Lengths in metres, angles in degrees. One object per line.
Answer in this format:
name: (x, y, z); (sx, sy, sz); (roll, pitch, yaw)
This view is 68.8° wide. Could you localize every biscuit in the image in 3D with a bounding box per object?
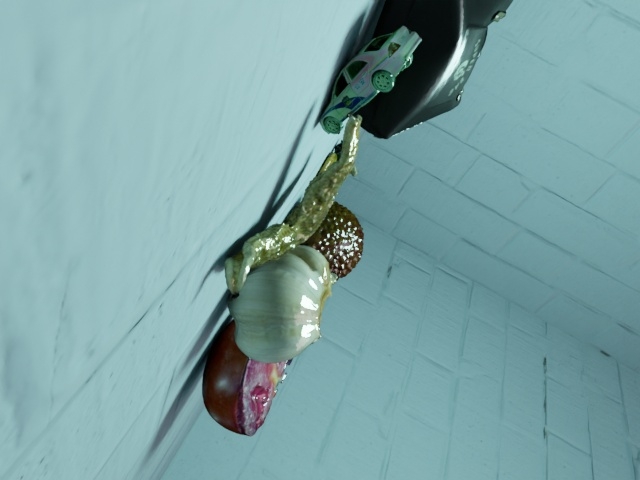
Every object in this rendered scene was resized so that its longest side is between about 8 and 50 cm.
biscuit: (-0.017, -0.159, 1.433); (0.247, 0.029, 0.118); (-61, 173, 1)

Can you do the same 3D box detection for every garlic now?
garlic: (-0.094, 0.115, 0.962); (0.185, 0.203, 0.281); (61, 33, -49)

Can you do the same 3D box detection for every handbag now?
handbag: (0.224, -0.347, 0.869); (0.288, 0.152, 0.342); (-23, 148, -38)

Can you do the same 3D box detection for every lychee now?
lychee: (0.000, 0.000, 1.276); (0.236, 0.236, 0.271); (-61, 160, 10)

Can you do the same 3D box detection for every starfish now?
starfish: (-0.025, -0.060, 0.827); (0.324, 0.082, 0.432); (-48, 179, 2)

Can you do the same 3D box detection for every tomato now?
tomato: (-0.194, 0.293, 1.170); (0.289, 0.176, 0.335); (87, 22, -50)

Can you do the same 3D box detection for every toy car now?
toy car: (0.067, -0.262, 0.772); (0.224, 0.076, 0.090); (-29, -157, 51)

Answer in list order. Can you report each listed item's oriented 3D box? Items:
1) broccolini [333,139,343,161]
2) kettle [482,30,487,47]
broccolini: (0.043, -0.250, 1.523); (0.068, 0.091, 0.202); (-8, 161, -31)
kettle: (0.218, -0.459, 1.037); (0.271, 0.251, 0.207); (-37, 126, -53)
